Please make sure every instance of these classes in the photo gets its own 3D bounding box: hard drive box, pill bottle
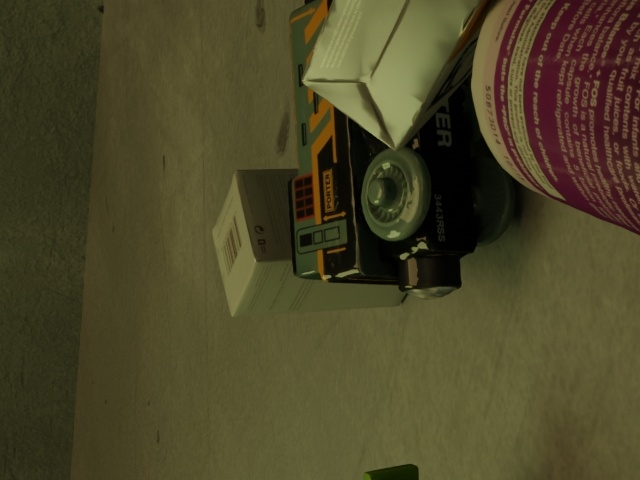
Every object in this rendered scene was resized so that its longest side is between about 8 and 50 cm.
[{"bbox_3d":[0.105,-0.200,0.861,0.089,0.232,0.181,37,144,7],"label":"hard drive box"},{"bbox_3d":[0.217,-0.071,0.662,0.301,0.169,0.169,-145,56,-65],"label":"pill bottle"}]

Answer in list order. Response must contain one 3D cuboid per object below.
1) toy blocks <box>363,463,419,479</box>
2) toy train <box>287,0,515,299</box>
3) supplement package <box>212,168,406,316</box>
[{"bbox_3d":[0.139,0.383,0.941,0.261,0.191,0.381,9,100,57],"label":"toy blocks"},{"bbox_3d":[0.051,-0.111,1.081,0.190,0.142,0.333,-13,78,49],"label":"toy train"},{"bbox_3d":[0.000,0.000,1.220,0.105,0.179,0.105,117,145,-51],"label":"supplement package"}]
